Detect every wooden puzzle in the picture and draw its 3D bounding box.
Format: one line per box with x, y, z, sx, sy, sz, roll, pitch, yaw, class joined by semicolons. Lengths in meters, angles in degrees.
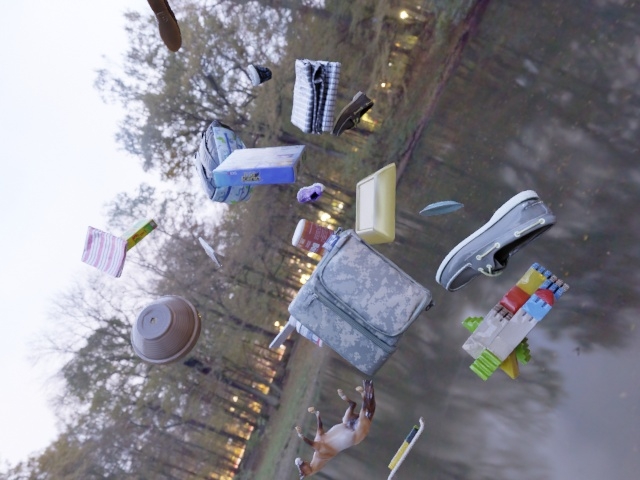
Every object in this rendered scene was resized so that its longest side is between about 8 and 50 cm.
0.300;0.735;1.518;0.239;0.044;0.221;-58;-22;-10;wooden puzzle

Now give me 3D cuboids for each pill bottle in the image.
0.000;0.000;1.811;0.121;0.215;0.121;-160;90;-80;pill bottle
-0.038;0.363;1.828;0.108;0.180;0.108;-47;-27;-33;pill bottle

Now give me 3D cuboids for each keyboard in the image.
-0.149;0.421;2.036;0.072;0.014;0.256;16;-62;-47;keyboard

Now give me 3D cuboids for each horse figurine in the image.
0.045;0.451;1.039;0.066;0.263;0.175;23;136;58;horse figurine

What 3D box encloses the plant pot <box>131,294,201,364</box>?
-0.526;0.281;1.420;0.110;0.237;0.238;71;-143;-61;plant pot

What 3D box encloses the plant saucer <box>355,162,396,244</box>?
0.232;-0.154;1.915;0.333;0.080;0.333;168;105;-76;plant saucer

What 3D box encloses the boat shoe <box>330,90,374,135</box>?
0.114;-0.441;1.521;0.228;0.068;0.081;-55;-4;-28;boat shoe

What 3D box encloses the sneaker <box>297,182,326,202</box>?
-0.050;-0.206;1.954;0.169;0.068;0.071;-22;41;47;sneaker

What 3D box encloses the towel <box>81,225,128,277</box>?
-0.793;0.041;1.572;0.029;0.196;0.144;-11;-61;-70;towel

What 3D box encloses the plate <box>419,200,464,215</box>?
0.514;-0.140;1.838;0.188;0.187;0.024;107;155;-80;plate

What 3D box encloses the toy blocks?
0.541;0.183;1.150;0.381;0.190;0.261;-15;-42;-49;toy blocks

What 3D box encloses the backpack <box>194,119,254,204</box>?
-0.429;-0.318;1.922;0.290;0.273;0.356;-60;24;26;backpack

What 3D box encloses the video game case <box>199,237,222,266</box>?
-0.419;0.046;1.643;0.011;0.087;0.122;-42;-22;-19;video game case

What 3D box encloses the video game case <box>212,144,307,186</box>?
-0.197;-0.258;1.475;0.244;0.269;0.061;-73;-21;-62;video game case

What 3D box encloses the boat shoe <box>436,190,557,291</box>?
0.390;0.024;0.981;0.305;0.109;0.091;-50;48;29;boat shoe

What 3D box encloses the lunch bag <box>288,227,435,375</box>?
0.104;0.146;1.112;0.256;0.305;0.212;-54;-7;13;lunch bag

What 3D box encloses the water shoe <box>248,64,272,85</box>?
-0.221;-0.621;1.596;0.203;0.080;0.073;-110;4;-65;water shoe

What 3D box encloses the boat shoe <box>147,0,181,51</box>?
-0.533;-0.767;1.490;0.073;0.073;0.207;-93;-9;-56;boat shoe

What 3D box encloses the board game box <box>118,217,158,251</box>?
-0.786;-0.022;1.814;0.181;0.092;0.043;-49;-51;-31;board game box

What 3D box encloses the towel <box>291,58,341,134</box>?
-0.030;-0.506;1.500;0.284;0.121;0.235;-116;32;-63;towel
